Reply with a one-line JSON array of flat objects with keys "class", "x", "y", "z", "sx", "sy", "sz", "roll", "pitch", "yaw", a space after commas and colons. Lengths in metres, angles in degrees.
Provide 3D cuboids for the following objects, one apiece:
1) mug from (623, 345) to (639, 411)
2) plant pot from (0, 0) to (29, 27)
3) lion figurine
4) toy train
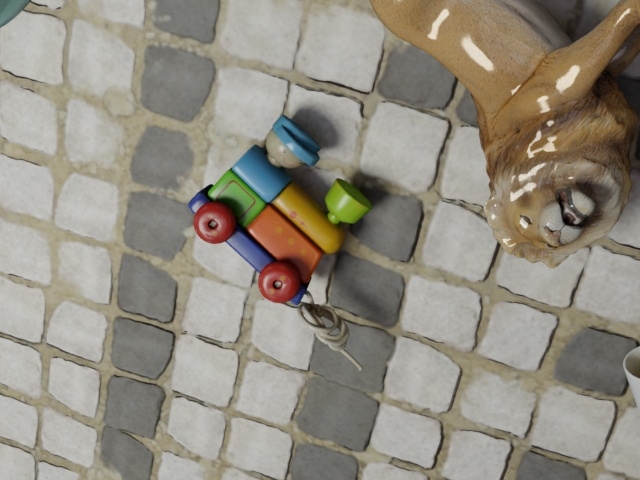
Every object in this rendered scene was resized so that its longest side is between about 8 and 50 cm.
[{"class": "mug", "x": 0.345, "y": 0.146, "z": 0.907, "sx": 0.078, "sy": 0.062, "sz": 0.064, "roll": -4, "pitch": 119, "yaw": 25}, {"class": "plant pot", "x": -0.435, "y": -0.321, "z": 0.865, "sx": 0.293, "sy": 0.196, "sz": 0.293, "roll": 6, "pitch": 114, "yaw": 15}, {"class": "lion figurine", "x": 0.151, "y": -0.179, "z": 0.804, "sx": 0.392, "sy": 0.142, "sz": 0.240, "roll": 50, "pitch": 125, "yaw": 8}, {"class": "toy train", "x": 0.000, "y": 0.000, "z": 0.932, "sx": 0.248, "sy": 0.105, "sz": 0.143, "roll": 43, "pitch": 103, "yaw": -4}]
